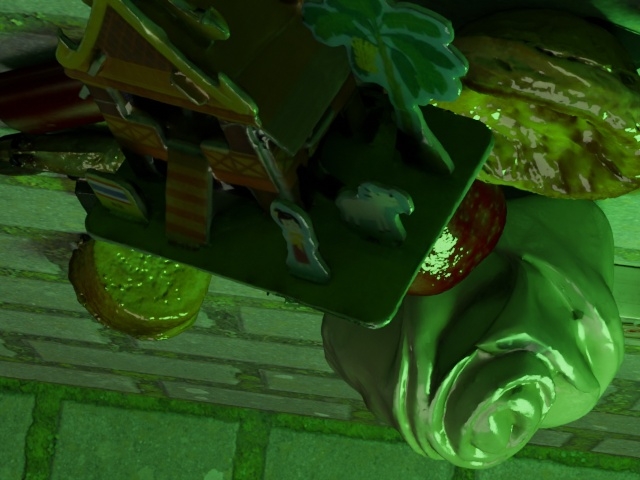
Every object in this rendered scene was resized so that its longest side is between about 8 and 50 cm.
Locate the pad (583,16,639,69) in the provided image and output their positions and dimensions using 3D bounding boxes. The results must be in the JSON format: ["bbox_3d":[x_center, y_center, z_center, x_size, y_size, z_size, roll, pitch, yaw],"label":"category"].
[{"bbox_3d":[0.254,-0.178,1.551,0.112,0.003,0.157,16,163,-27],"label":"pad"}]

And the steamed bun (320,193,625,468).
[{"bbox_3d":[0.193,0.125,1.922,0.367,0.255,0.342,1,124,-13],"label":"steamed bun"}]

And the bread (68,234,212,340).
[{"bbox_3d":[-0.277,0.077,2.495,0.229,0.140,0.143,12,156,-17],"label":"bread"}]

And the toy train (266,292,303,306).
[{"bbox_3d":[0.000,0.000,2.089,0.159,0.129,0.326,1,164,2],"label":"toy train"}]

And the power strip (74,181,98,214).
[{"bbox_3d":[-0.309,-0.058,2.200,0.038,0.029,0.111,6,164,5],"label":"power strip"}]

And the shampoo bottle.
[{"bbox_3d":[-0.238,-0.164,1.725,0.260,0.064,0.102,-6,158,39],"label":"shampoo bottle"}]

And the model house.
[{"bbox_3d":[-0.060,-0.128,1.327,0.357,0.242,0.313,19,154,29],"label":"model house"}]

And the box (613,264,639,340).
[{"bbox_3d":[0.481,0.095,2.281,0.199,0.081,0.135,8,164,5],"label":"box"}]

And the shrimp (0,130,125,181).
[{"bbox_3d":[-0.277,-0.098,2.015,0.253,0.058,0.173,2,172,14],"label":"shrimp"}]

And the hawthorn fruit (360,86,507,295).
[{"bbox_3d":[0.096,-0.039,1.716,0.215,0.215,0.249,-1,158,28],"label":"hawthorn fruit"}]

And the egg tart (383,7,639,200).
[{"bbox_3d":[0.202,-0.136,1.501,0.294,0.116,0.295,17,164,5],"label":"egg tart"}]
